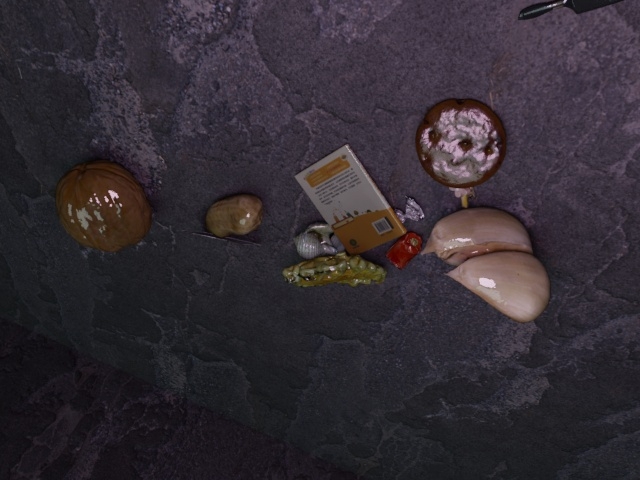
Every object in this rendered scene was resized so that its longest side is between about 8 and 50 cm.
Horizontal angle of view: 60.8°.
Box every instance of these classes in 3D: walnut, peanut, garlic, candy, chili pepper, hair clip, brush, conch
[{"bbox_3d":[-0.707,-0.105,1.787,0.252,0.277,0.313,41,151,47],"label":"walnut"},{"bbox_3d":[-0.275,-0.070,1.711,0.253,0.122,0.137,-8,139,36],"label":"peanut"},{"bbox_3d":[0.434,0.061,1.375,0.313,0.286,0.249,33,149,-32],"label":"garlic"},{"bbox_3d":[0.184,-0.064,1.537,0.226,0.051,0.094,-13,123,37],"label":"candy"},{"bbox_3d":[0.249,0.027,1.586,0.070,0.073,0.123,-6,153,-30],"label":"chili pepper"},{"bbox_3d":[0.345,-0.168,1.346,0.062,0.056,0.214,33,154,48],"label":"hair clip"},{"bbox_3d":[0.467,-0.450,1.019,0.193,0.016,0.063,-7,129,32],"label":"brush"},{"bbox_3d":[-0.003,-0.004,1.657,0.153,0.102,0.135,-4,126,-15],"label":"conch"}]

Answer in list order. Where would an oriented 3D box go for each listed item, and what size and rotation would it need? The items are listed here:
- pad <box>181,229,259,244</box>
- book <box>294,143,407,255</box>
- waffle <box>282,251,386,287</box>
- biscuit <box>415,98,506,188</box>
[{"bbox_3d":[-0.324,-0.008,1.805,0.231,0.004,0.156,12,-179,16],"label":"pad"},{"bbox_3d":[0.081,-0.103,1.525,0.207,0.020,0.296,-24,107,40],"label":"book"},{"bbox_3d":[0.045,0.098,1.673,0.316,0.073,0.297,-9,167,20],"label":"waffle"},{"bbox_3d":[0.322,-0.220,1.262,0.212,0.036,0.212,7,113,18],"label":"biscuit"}]
